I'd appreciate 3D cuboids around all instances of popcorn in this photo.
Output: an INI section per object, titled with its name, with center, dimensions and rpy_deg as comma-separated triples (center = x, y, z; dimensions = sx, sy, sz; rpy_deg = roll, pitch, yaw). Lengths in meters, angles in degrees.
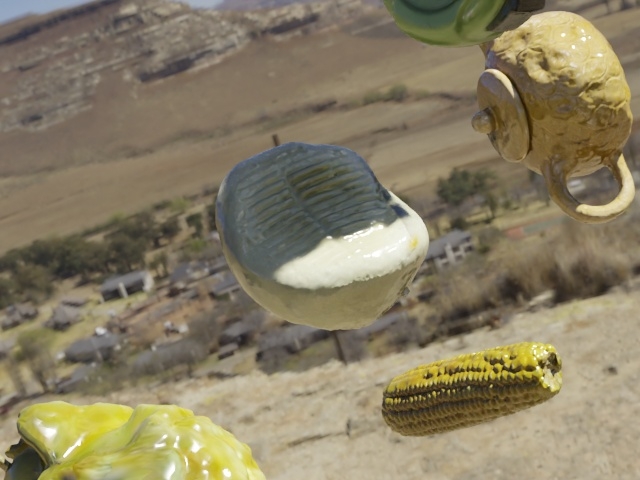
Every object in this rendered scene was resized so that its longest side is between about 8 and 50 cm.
[popcorn]
center = -0.134, 0.211, 0.637
dimensions = 0.218, 0.169, 0.189
rpy_deg = -45, 48, -17

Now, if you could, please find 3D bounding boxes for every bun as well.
[bun]
center = 0.000, 0.000, 1.021
dimensions = 0.230, 0.229, 0.145
rpy_deg = -24, -28, -19

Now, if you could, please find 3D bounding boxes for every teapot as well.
[teapot]
center = 0.265, -0.154, 1.147
dimensions = 0.167, 0.311, 0.203
rpy_deg = -21, -15, -9

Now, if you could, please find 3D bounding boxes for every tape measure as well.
[tape measure]
center = 0.105, -0.225, 0.725
dimensions = 0.088, 0.153, 0.178
rpy_deg = -18, 28, -37

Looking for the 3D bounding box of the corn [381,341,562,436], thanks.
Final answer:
[corn]
center = 0.231, 0.240, 1.525
dimensions = 0.363, 0.120, 0.120
rpy_deg = -29, 4, 45
